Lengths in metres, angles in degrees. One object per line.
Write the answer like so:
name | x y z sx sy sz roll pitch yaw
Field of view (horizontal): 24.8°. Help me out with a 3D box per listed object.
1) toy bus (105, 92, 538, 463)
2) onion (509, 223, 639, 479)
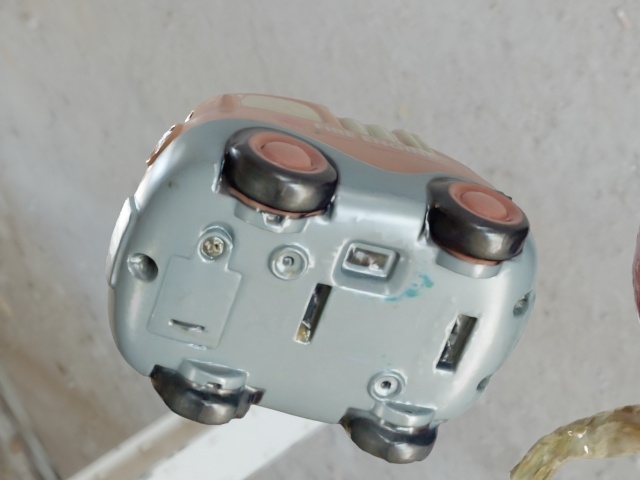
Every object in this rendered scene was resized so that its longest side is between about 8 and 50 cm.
toy bus | 0.000 0.000 0.994 0.232 0.287 0.194 -100 27 -58
onion | 0.343 0.067 1.017 0.345 0.358 0.358 1 122 39
